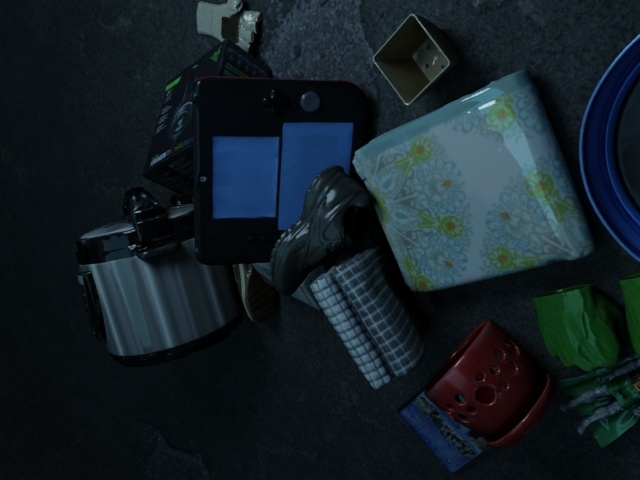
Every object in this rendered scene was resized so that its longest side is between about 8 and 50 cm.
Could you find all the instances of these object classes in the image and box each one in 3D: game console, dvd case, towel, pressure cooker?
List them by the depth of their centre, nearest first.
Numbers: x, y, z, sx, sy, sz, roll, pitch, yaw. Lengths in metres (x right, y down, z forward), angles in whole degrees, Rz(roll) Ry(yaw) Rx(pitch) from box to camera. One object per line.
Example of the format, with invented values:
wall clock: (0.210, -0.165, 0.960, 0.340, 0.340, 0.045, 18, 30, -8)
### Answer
towel: (0.257, -0.085, 1.041, 0.375, 0.090, 0.320, -20, 97, 43)
towel: (0.111, 0.132, 1.133, 0.121, 0.284, 0.235, -34, 88, 16)
game console: (-0.081, -0.130, 1.158, 0.060, 0.342, 0.386, -127, 37, -58)
dvd case: (0.293, 0.374, 1.238, 0.180, 0.022, 0.253, 47, 131, 16)
pressure cooker: (-0.419, 0.067, 1.488, 0.370, 0.375, 0.420, -8, 103, 26)

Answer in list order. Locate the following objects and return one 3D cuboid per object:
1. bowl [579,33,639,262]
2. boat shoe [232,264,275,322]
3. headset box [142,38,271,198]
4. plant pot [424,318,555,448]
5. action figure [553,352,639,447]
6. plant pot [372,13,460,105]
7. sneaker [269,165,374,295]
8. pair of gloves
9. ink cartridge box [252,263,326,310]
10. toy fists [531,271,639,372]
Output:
bowl: (0.542, -0.120, 0.727, 0.391, 0.077, 0.391, 18, 119, 36)
boat shoe: (-0.180, 0.082, 1.483, 0.095, 0.095, 0.257, 10, 108, 52)
headset box: (-0.250, -0.271, 1.280, 0.246, 0.131, 0.283, -16, 57, 43)
plant pot: (0.316, 0.271, 1.069, 0.174, 0.191, 0.191, 41, 129, 10)
action figure: (0.520, 0.251, 0.973, 0.137, 0.063, 0.232, 53, 129, 15)
plant pot: (0.179, -0.316, 1.002, 0.109, 0.096, 0.109, 56, 133, 8)
sneaker: (0.000, 0.000, 1.134, 0.130, 0.109, 0.286, 36, 110, 22)
pair of gloves: (-0.202, -0.551, 1.266, 0.204, 0.042, 0.240, 31, 124, 27)
ink cartridge box: (-0.065, 0.076, 1.348, 0.175, 0.072, 0.127, 23, 157, 31)
toy fists: (0.487, 0.131, 0.928, 0.279, 0.096, 0.142, -21, 83, 45)
